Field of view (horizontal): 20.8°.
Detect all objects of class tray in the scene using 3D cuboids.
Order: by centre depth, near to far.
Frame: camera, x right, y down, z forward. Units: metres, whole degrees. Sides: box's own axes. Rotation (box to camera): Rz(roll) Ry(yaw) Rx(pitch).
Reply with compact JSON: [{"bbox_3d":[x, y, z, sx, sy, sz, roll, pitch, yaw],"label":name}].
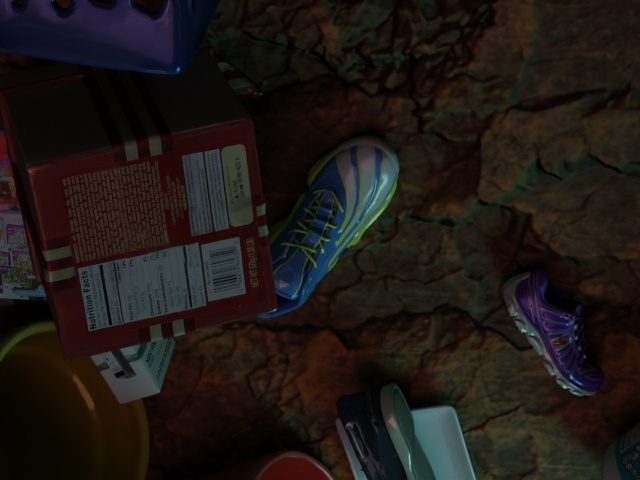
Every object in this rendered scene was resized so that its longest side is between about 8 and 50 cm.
[{"bbox_3d":[0.121,0.300,2.097,0.145,0.030,0.270,-9,122,15],"label":"tray"}]

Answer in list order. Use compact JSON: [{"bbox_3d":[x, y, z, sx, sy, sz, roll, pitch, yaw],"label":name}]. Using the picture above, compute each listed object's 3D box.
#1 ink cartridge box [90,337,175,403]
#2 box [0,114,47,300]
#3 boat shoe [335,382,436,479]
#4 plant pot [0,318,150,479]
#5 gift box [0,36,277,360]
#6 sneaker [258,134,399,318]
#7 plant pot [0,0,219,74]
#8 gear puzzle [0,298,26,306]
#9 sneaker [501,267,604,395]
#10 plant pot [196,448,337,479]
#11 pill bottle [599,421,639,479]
[{"bbox_3d":[-0.224,0.101,1.975,0.056,0.099,0.135,-17,121,19],"label":"ink cartridge box"},{"bbox_3d":[-0.429,-0.041,1.898,0.293,0.057,0.201,3,115,6],"label":"box"},{"bbox_3d":[0.084,0.281,2.012,0.079,0.095,0.254,-11,120,16],"label":"boat shoe"},{"bbox_3d":[-0.367,0.238,2.024,0.239,0.254,0.254,-18,121,40],"label":"plant pot"},{"bbox_3d":[-0.170,-0.050,1.759,0.276,0.258,0.255,-9,119,-15],"label":"gift box"},{"bbox_3d":[0.000,0.000,1.848,0.091,0.126,0.240,31,125,-12],"label":"sneaker"},{"bbox_3d":[-0.211,-0.305,1.615,0.236,0.236,0.212,8,120,5],"label":"plant pot"},{"bbox_3d":[-0.382,-0.007,1.965,0.339,0.044,0.175,-10,112,12],"label":"gear puzzle"},{"bbox_3d":[0.267,0.101,1.912,0.071,0.068,0.170,-30,115,20],"label":"sneaker"},{"bbox_3d":[-0.114,0.398,2.083,0.243,0.275,0.275,-13,122,30],"label":"plant pot"},{"bbox_3d":[0.415,0.249,1.938,0.146,0.146,0.264,37,122,-16],"label":"pill bottle"}]
